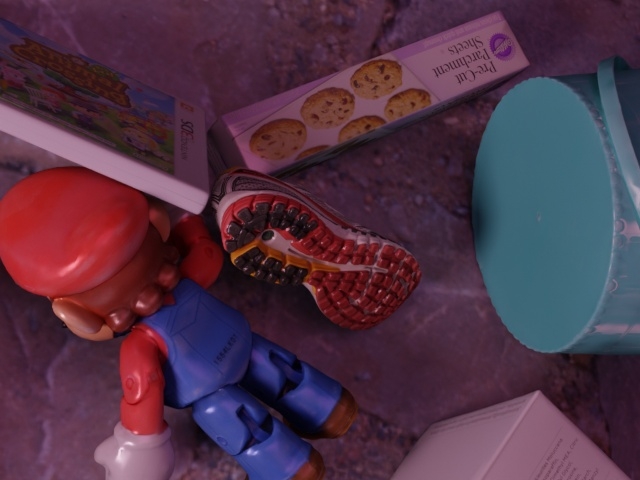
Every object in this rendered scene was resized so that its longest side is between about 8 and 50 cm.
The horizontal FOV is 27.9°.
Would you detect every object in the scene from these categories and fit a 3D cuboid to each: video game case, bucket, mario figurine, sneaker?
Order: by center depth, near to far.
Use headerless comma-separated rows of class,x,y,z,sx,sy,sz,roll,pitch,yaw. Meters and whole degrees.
video game case,-0.187,-0.107,1.009,0.212,0.193,0.023,23,110,-16
mario figurine,-0.130,0.073,1.019,0.170,0.198,0.320,-41,105,15
sneaker,0.000,0.000,1.079,0.225,0.088,0.092,33,16,-40
bucket,0.268,-0.026,1.131,0.183,0.281,0.281,-3,75,-21

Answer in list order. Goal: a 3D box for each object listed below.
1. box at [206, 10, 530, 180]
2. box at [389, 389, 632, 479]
box,0.045,-0.127,1.170,0.324,0.063,0.067,-24,85,-28
box,0.123,0.235,1.024,0.119,0.181,0.182,44,62,-7
